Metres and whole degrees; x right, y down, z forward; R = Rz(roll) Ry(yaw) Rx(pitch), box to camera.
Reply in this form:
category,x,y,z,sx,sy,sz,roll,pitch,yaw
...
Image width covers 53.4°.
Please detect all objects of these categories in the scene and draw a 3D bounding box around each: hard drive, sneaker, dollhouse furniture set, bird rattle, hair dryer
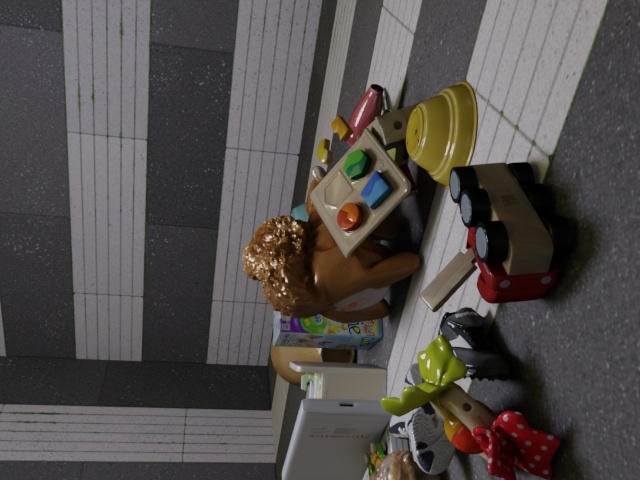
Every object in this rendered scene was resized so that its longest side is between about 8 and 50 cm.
category,x,y,z,sx,sy,sz,roll,pitch,yaw
hard drive,0.031,0.480,1.502,0.040,0.203,0.307,-98,16,-48
sneaker,0.194,0.371,1.234,0.234,0.094,0.153,-98,15,-50
sneaker,0.247,0.167,1.066,0.234,0.078,0.106,-166,78,-81
dollhouse furniture set,0.197,-0.197,1.445,0.129,0.129,0.183,159,91,-78
bird rattle,0.233,0.266,0.947,0.143,0.254,0.207,-51,-33,-14
hair dryer,0.124,-0.353,1.757,0.293,0.080,0.223,126,159,-82

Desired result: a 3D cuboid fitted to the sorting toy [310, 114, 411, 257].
category,x,y,z,sx,sy,sz,roll,pitch,yaw
sorting toy,0.057,-0.140,1.439,0.229,0.041,0.307,-50,48,23

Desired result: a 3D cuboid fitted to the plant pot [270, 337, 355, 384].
category,x,y,z,sx,sy,sz,roll,pitch,yaw
plant pot,-0.001,0.353,2.019,0.254,0.237,0.236,-13,73,63

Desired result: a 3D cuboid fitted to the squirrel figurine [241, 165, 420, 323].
category,x,y,z,sx,sy,sz,roll,pitch,yaw
squirrel figurine,0.000,0.000,1.581,0.281,0.398,0.370,98,159,-59

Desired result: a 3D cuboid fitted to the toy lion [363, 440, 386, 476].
category,x,y,z,sx,sy,sz,roll,pitch,yaw
toy lion,0.132,0.510,1.434,0.100,0.034,0.096,107,156,-49

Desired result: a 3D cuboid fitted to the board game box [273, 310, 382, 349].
category,x,y,z,sx,sy,sz,roll,pitch,yaw
board game box,0.016,0.210,1.745,0.144,0.276,0.141,116,157,-63

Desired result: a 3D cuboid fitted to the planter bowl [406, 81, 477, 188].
category,x,y,z,sx,sy,sz,roll,pitch,yaw
planter bowl,0.229,-0.216,1.286,0.217,0.091,0.217,-175,90,-79

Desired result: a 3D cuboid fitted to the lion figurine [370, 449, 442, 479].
category,x,y,z,sx,sy,sz,roll,pitch,yaw
lion figurine,0.134,0.594,1.312,0.392,0.142,0.240,114,151,-54

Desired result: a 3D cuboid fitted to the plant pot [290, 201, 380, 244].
category,x,y,z,sx,sy,sz,roll,pitch,yaw
plant pot,0.025,0.004,1.895,0.293,0.235,0.292,-176,90,-79

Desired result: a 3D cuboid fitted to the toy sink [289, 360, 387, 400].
category,x,y,z,sx,sy,sz,roll,pitch,yaw
toy sink,0.039,0.391,1.667,0.153,0.234,0.131,153,121,-77

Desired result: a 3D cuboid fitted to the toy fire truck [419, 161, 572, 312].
category,x,y,z,sx,sy,sz,roll,pitch,yaw
toy fire truck,0.250,0.030,0.978,0.217,0.159,0.246,-100,6,-51

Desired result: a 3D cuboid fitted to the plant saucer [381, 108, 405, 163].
category,x,y,z,sx,sy,sz,roll,pitch,yaw
plant saucer,0.181,-0.226,1.692,0.241,0.037,0.240,-176,90,-80

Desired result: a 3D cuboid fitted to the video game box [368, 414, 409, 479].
category,x,y,z,sx,sy,sz,roll,pitch,yaw
video game box,0.158,0.514,1.496,0.205,0.048,0.187,109,164,-54
